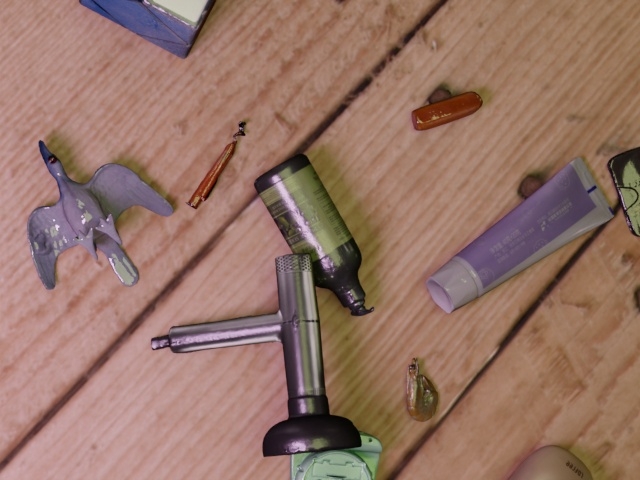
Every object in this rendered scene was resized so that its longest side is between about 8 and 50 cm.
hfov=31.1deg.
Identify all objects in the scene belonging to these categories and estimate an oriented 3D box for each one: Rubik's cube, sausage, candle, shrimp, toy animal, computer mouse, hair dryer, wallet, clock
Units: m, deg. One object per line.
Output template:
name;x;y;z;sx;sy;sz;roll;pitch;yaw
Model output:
Rubik's cube;-0.251;-0.439;1.822;0.205;0.205;0.207;26;83;-9
sausage;0.220;-0.224;1.988;0.131;0.039;0.041;-19;83;-13
candle;-0.167;-0.125;1.911;0.026;0.021;0.167;30;81;12
shrimp;0.173;0.253;1.955;0.059;0.023;0.108;2;85;-21
toy animal;-0.366;-0.042;1.839;0.239;0.176;0.255;-29;126;-9
computer mouse;0.368;0.461;1.950;0.145;0.082;0.236;42;78;-7
hair dryer;-0.100;0.209;1.845;0.284;0.156;0.320;-22;74;26
wallet;0.571;-0.086;2.062;0.082;0.018;0.156;-19;91;-12
clock;0.023;0.403;1.893;0.148;0.060;0.188;5;85;-11

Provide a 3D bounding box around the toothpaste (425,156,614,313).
toothpaste;0.348;-0.002;1.985;0.371;0.080;0.125;-33;93;-17

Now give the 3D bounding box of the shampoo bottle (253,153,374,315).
shampoo bottle;0.000;0.000;1.895;0.101;0.101;0.284;-30;93;-12
